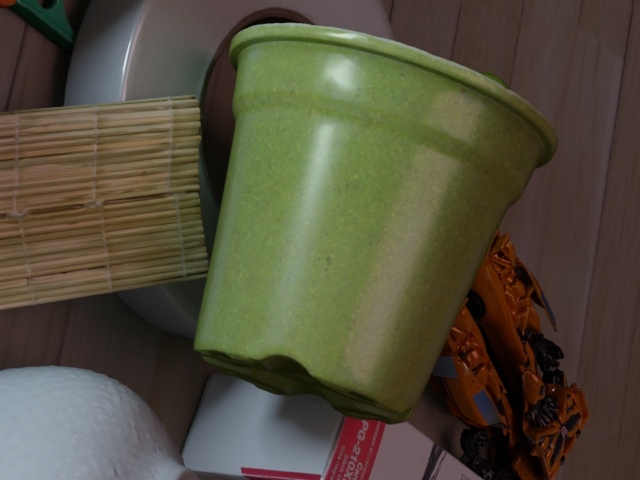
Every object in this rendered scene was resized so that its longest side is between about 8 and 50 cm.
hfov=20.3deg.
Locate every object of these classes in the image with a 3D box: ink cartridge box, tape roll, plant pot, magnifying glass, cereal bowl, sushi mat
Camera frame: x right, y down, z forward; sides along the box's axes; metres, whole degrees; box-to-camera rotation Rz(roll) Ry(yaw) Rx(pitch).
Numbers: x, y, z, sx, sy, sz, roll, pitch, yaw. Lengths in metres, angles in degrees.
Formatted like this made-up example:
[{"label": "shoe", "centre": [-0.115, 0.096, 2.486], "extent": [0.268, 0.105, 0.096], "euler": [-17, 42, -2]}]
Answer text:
[{"label": "ink cartridge box", "centre": [0.018, 0.214, 1.597], "extent": [0.237, 0.172, 0.100], "euler": [40, 60, -42]}, {"label": "tape roll", "centre": [-0.062, -0.099, 1.571], "extent": [0.392, 0.072, 0.392], "euler": [-5, 96, -50]}, {"label": "plant pot", "centre": [0.022, 0.001, 1.417], "extent": [0.276, 0.276, 0.254], "euler": [29, 74, -46]}, {"label": "magnifying glass", "centre": [-0.230, -0.198, 1.430], "extent": [0.231, 0.026, 0.092], "euler": [2, 88, -49]}, {"label": "cereal bowl", "centre": [-0.155, 0.253, 1.308], "extent": [0.339, 0.141, 0.339], "euler": [-9, 90, -78]}, {"label": "sushi mat", "centre": [-0.227, -0.024, 1.351], "extent": [0.316, 0.019, 0.151], "euler": [-8, 105, -32]}]

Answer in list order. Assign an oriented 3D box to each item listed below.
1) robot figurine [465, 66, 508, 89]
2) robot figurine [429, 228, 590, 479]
[{"label": "robot figurine", "centre": [0.166, -0.123, 1.862], "extent": [0.101, 0.067, 0.115], "euler": [2, 87, -51]}, {"label": "robot figurine", "centre": [0.194, 0.140, 1.874], "extent": [0.211, 0.085, 0.291], "euler": [-53, 127, -35]}]
